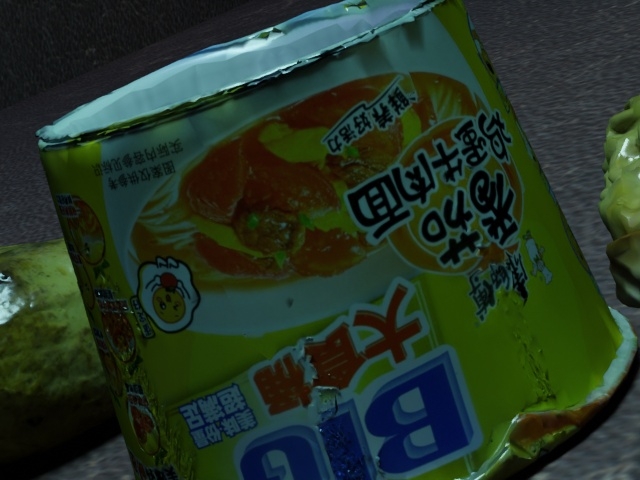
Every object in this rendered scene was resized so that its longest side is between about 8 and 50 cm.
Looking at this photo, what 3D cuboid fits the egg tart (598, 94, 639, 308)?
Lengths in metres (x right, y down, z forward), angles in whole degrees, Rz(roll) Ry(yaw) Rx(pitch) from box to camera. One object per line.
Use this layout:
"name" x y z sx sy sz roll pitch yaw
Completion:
"egg tart" 0.237 -0.039 0.424 0.341 0.129 0.341 -21 13 5

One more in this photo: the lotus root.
"lotus root" -0.104 0.039 0.730 0.190 0.094 0.108 -16 42 -26

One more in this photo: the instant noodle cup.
"instant noodle cup" 0.000 0.000 0.578 0.205 0.153 0.205 -18 12 4
